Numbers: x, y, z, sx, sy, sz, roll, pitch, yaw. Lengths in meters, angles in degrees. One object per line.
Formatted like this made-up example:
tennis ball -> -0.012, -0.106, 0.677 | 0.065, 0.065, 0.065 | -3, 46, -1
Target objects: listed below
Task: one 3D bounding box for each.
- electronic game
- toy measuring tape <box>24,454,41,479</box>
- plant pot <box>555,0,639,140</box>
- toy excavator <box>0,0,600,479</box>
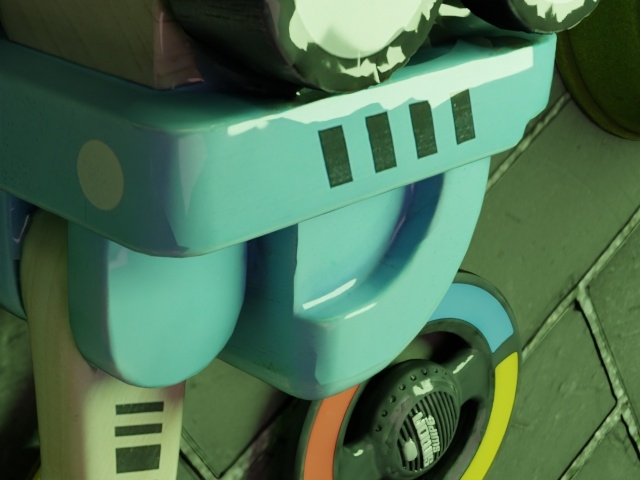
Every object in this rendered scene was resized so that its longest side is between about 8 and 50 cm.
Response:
electronic game -> 0.064, 0.128, 0.917 | 0.229, 0.048, 0.229 | -21, 122, -37
toy measuring tape -> -0.107, 0.151, 0.709 | 0.121, 0.121, 0.330 | 40, 76, -46
plant pot -> 0.407, -0.202, 0.881 | 0.366, 0.353, 0.366 | -20, 121, -38
toy excavator -> -0.071, 0.026, 0.581 | 0.433, 0.222, 0.445 | -21, 121, -44
